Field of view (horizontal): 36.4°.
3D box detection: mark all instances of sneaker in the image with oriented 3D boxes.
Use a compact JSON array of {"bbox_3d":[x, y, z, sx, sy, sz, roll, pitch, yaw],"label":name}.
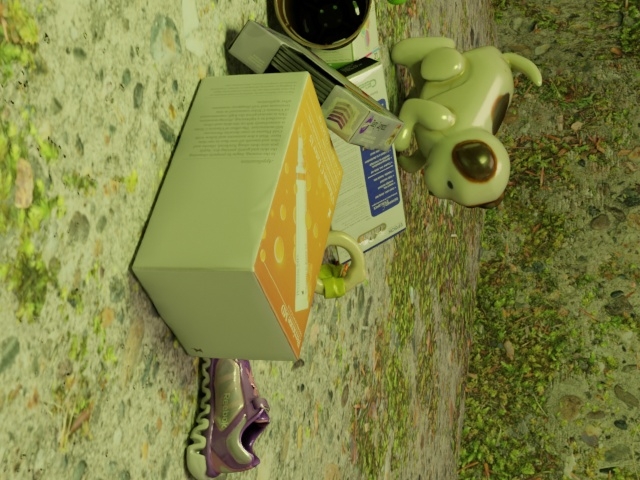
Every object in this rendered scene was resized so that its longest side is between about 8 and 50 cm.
[{"bbox_3d":[-0.118,0.229,1.398,0.095,0.104,0.236,51,42,-61],"label":"sneaker"}]

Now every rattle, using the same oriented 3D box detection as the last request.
[{"bbox_3d":[0.000,0.000,1.820,0.200,0.130,0.143,54,19,-17],"label":"rattle"}]

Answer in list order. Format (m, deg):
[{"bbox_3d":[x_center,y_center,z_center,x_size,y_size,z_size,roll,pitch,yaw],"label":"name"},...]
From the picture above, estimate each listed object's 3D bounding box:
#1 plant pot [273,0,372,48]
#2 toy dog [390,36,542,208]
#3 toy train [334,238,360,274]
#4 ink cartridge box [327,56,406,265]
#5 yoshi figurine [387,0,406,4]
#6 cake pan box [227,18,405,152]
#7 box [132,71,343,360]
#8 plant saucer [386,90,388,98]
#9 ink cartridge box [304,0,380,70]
[{"bbox_3d":[0.011,-0.408,1.703,0.165,0.167,0.167,-32,121,-85],"label":"plant pot"},{"bbox_3d":[0.359,-0.267,2.430,0.284,0.395,0.408,75,13,-61],"label":"toy dog"},{"bbox_3d":[0.039,0.013,1.981,0.125,0.046,0.166,2,90,-62],"label":"toy train"},{"bbox_3d":[0.061,-0.146,1.858,0.175,0.069,0.371,-28,124,-24],"label":"ink cartridge box"},{"bbox_3d":[0.119,-0.607,1.940,0.362,0.203,0.203,89,21,-57],"label":"yoshi figurine"},{"bbox_3d":[0.000,-0.242,1.555,0.070,0.245,0.267,-56,166,12],"label":"cake pan box"},{"bbox_3d":[-0.099,-0.036,1.347,0.215,0.168,0.345,68,29,-49],"label":"box"},{"bbox_3d":[0.101,-0.260,2.148,0.317,0.043,0.318,3,90,-71],"label":"plant saucer"},{"bbox_3d":[0.038,-0.449,1.883,0.189,0.097,0.255,-49,136,-63],"label":"ink cartridge box"}]
